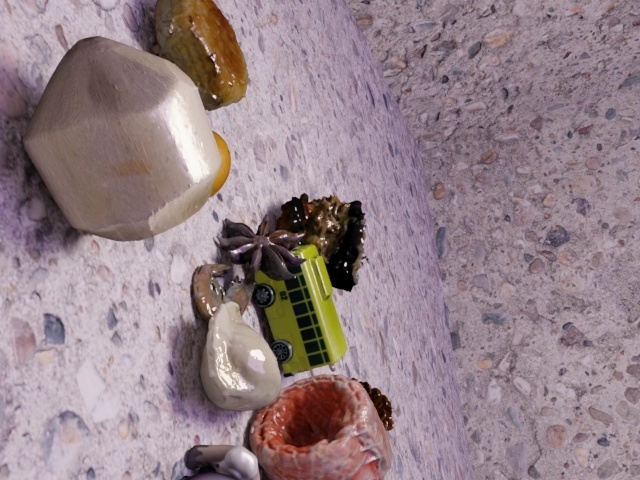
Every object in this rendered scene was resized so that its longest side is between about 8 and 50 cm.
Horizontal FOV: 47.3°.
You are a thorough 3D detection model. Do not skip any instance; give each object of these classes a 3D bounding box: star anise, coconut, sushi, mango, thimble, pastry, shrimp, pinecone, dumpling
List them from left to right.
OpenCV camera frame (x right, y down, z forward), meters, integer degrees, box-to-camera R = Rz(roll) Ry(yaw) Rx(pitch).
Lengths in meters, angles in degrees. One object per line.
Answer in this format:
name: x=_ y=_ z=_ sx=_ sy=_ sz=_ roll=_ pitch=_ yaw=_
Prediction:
coconut: x=-0.266 y=-0.141 z=0.982 sx=0.237 sy=0.237 sz=0.265 roll=-62 pitch=133 yaw=-65
mango: x=-0.223 y=-0.134 z=1.338 sx=0.115 sy=0.090 sz=0.178 roll=53 pitch=29 yaw=-26
pastry: x=-0.241 y=-0.377 z=1.446 sx=0.235 sy=0.121 sz=0.257 roll=-86 pitch=151 yaw=-55
shrimp: x=-0.177 y=0.088 z=1.366 sx=0.126 sy=0.047 sz=0.223 roll=60 pitch=22 yaw=-10
dumpling: x=-0.135 y=0.202 z=1.257 sx=0.252 sy=0.131 sz=0.179 roll=45 pitch=27 yaw=-64
star anise: x=-0.113 y=0.013 z=1.441 sx=0.180 sy=0.205 sz=0.061 roll=-46 pitch=154 yaw=-47
sushi: x=-0.006 y=-0.001 z=1.720 sx=0.238 sy=0.219 sz=0.225 roll=176 pitch=-78 yaw=-75
thimble: x=0.005 y=0.371 z=1.341 sx=0.239 sy=0.239 sz=0.162 roll=-77 pitch=150 yaw=-56
pinecone: x=0.071 y=0.386 z=1.660 sx=0.165 sy=0.163 sz=0.163 roll=50 pitch=29 yaw=-34

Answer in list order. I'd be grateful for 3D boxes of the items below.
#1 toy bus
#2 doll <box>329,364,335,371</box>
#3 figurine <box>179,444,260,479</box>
toy bus: x=-0.044 y=0.137 z=1.536 sx=0.128 sy=0.150 sz=0.262 roll=-25 pitch=99 yaw=-73
doll: x=-0.012 y=0.198 z=1.696 sx=0.102 sy=0.075 sz=0.227 roll=32 pitch=35 yaw=-78
figurine: x=-0.141 y=0.391 z=1.056 sx=0.222 sy=0.145 sz=0.145 roll=-75 pitch=145 yaw=-66
